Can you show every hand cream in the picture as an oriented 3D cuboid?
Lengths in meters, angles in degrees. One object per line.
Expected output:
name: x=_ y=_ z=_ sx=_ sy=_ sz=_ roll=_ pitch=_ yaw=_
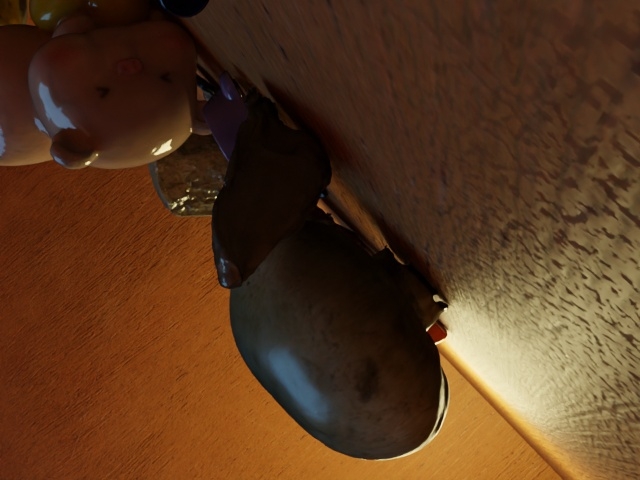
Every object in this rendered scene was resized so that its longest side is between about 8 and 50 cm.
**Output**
hand cream: x=-0.121 y=-0.208 z=0.435 sx=0.062 sy=0.039 sz=0.163 roll=45 pitch=-173 yaw=-48

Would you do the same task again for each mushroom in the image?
mushroom: x=0.036 y=0.126 z=0.794 sx=0.352 sy=0.260 sz=0.352 roll=48 pitch=173 yaw=8

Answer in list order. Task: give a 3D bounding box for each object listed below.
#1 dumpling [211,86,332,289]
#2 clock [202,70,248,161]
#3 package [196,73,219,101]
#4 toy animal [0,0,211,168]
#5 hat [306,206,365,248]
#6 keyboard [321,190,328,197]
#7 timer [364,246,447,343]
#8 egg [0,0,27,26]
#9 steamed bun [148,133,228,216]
dumpling: x=-0.032 y=-0.070 z=0.607 sx=0.086 sy=0.165 sz=0.332 roll=5 pitch=-164 yaw=5
clock: x=-0.105 y=-0.145 z=0.735 sx=0.110 sy=0.050 sz=0.152 roll=61 pitch=-178 yaw=-9
package: x=-0.205 y=-0.278 z=1.178 sx=0.154 sy=0.030 sz=0.239 roll=45 pitch=178 yaw=31
toy animal: x=-0.314 y=-0.212 z=0.785 sx=0.246 sy=0.345 sz=0.277 roll=-120 pitch=25 yaw=-43
hat: x=0.000 y=0.000 z=1.091 sx=0.286 sy=0.107 sz=0.237 roll=38 pitch=-148 yaw=16
keyboard: x=-0.062 y=-0.146 z=0.947 sx=0.204 sy=0.013 sz=0.061 roll=47 pitch=178 yaw=-11
timer: x=0.144 y=0.138 z=1.284 sx=0.250 sy=0.161 sz=0.257 roll=31 pitch=178 yaw=2
egg: x=-0.605 y=-0.387 z=0.836 sx=0.345 sy=0.283 sz=0.283 roll=48 pitch=179 yaw=-12
steamed bun: x=-0.186 y=-0.135 z=1.023 sx=0.200 sy=0.226 sz=0.170 roll=30 pitch=125 yaw=44
